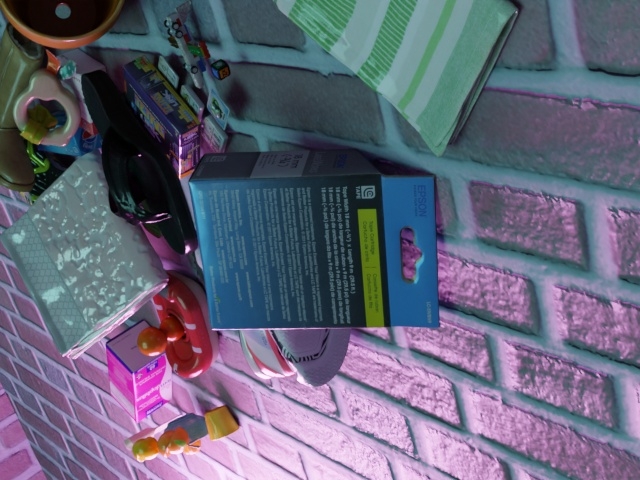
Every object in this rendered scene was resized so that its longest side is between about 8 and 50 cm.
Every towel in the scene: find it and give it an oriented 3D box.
[{"bbox_3d":[-0.491,0.030,2.089,0.317,0.053,0.331,-38,74,23],"label":"towel"},{"bbox_3d":[0.072,-0.281,1.222,0.325,0.038,0.247,46,147,19],"label":"towel"}]

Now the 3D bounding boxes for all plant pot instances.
[{"bbox_3d":[-0.432,-0.406,1.696,0.205,0.205,0.188,59,165,-3],"label":"plant pot"}]

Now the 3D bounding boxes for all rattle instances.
[{"bbox_3d":[-0.503,-0.289,1.933,0.130,0.142,0.199,15,119,6],"label":"rattle"}]

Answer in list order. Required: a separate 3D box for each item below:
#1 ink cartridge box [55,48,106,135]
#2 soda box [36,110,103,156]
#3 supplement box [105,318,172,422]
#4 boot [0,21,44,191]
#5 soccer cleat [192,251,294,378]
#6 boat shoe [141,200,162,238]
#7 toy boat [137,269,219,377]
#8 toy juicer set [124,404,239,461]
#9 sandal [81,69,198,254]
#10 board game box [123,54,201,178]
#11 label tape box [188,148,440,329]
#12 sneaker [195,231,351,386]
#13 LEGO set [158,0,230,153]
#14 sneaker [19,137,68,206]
[{"bbox_3d":[-0.449,-0.284,1.947,0.099,0.056,0.135,34,142,33],"label":"ink cartridge box"},{"bbox_3d":[-0.519,-0.222,2.090,0.210,0.071,0.067,13,125,50],"label":"soda box"},{"bbox_3d":[-0.426,0.310,2.402,0.114,0.111,0.220,41,147,24],"label":"supplement box"},{"bbox_3d":[-0.618,-0.268,2.070,0.236,0.089,0.269,51,127,27],"label":"boot"},{"bbox_3d":[-0.115,0.101,1.789,0.116,0.109,0.318,-10,112,44],"label":"soccer cleat"},{"bbox_3d":[-0.320,-0.061,1.987,0.056,0.048,0.153,31,148,20],"label":"boat shoe"},{"bbox_3d":[-0.305,0.184,2.074,0.151,0.151,0.231,24,135,44],"label":"toy boat"},{"bbox_3d":[-0.334,0.459,2.310,0.329,0.209,0.089,-21,91,58],"label":"toy juicer set"},{"bbox_3d":[-0.337,-0.120,1.755,0.445,0.107,0.167,51,155,36],"label":"sandal"},{"bbox_3d":[-0.271,-0.210,1.746,0.170,0.048,0.141,49,158,19],"label":"board game box"},{"bbox_3d":[0.000,0.000,1.444,0.334,0.106,0.240,-1,116,8],"label":"label tape box"},{"bbox_3d":[-0.083,0.060,1.667,0.210,0.137,0.365,2,115,56],"label":"sneaker"},{"bbox_3d":[-0.186,-0.259,1.622,0.182,0.060,0.244,53,161,8],"label":"LEGO set"},{"bbox_3d":[-0.574,-0.103,2.255,0.384,0.145,0.147,49,-179,8],"label":"sneaker"}]
